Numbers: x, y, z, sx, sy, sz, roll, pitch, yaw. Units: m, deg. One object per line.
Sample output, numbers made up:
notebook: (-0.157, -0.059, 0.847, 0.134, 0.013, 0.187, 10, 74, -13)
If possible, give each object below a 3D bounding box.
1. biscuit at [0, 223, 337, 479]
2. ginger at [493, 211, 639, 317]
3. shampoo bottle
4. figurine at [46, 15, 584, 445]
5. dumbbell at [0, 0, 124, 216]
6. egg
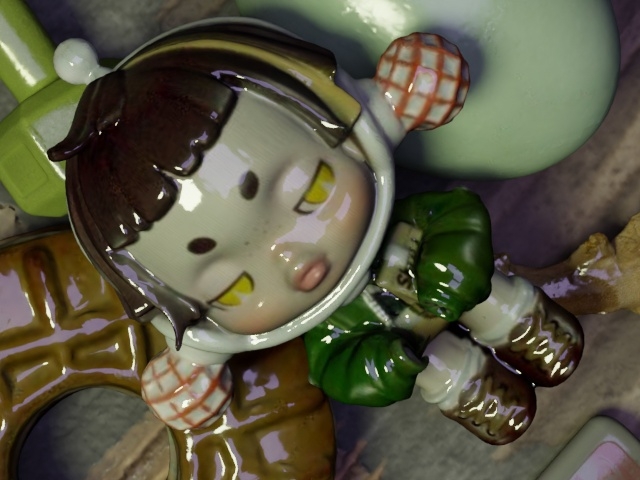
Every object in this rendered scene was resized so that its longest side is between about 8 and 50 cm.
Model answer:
biscuit: (-0.151, 0.147, 0.825, 0.332, 0.103, 0.332, 0, 89, -13)
ginger: (0.204, 0.022, 0.921, 0.288, 0.075, 0.089, -3, 113, -17)
shampoo bottle: (0.182, 0.211, 0.927, 0.165, 0.040, 0.080, -45, 100, -11)
figurine: (0.000, 0.000, 0.753, 0.370, 0.167, 0.281, 32, 101, -24)
dumbbell: (-0.223, -0.160, 0.812, 0.302, 0.121, 0.108, 54, 50, -6)
egg: (0.069, -0.154, 0.827, 0.282, 0.203, 0.203, 33, 82, -5)
